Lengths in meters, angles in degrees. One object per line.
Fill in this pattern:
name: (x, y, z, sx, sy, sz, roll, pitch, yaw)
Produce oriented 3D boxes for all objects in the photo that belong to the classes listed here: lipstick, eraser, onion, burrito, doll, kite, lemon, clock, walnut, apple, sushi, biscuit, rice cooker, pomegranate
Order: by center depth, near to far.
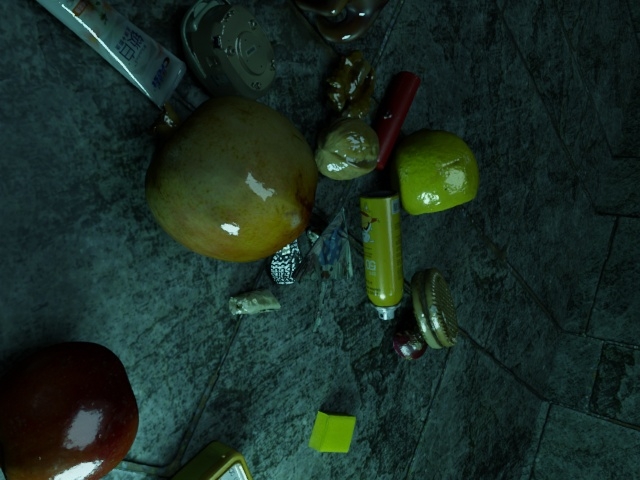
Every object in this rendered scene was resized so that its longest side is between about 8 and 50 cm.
apple: (-0.389, 0.268, 0.865, 0.201, 0.218, 0.218, -15, 108, -39)
pomegranate: (-0.161, -0.110, 0.984, 0.319, 0.319, 0.319, -11, 105, -46)
rice cooker: (-0.168, -0.352, 1.059, 0.145, 0.127, 0.206, -58, 142, -24)
doll: (0.033, -0.572, 1.155, 0.209, 0.318, 0.340, 59, 19, 14)
clock: (-0.240, 0.531, 1.163, 0.202, 0.096, 0.143, -37, 119, -38)
burrito: (-0.140, 0.134, 1.238, 0.149, 0.041, 0.055, 0, 110, -51)
walnut: (0.063, -0.211, 1.322, 0.166, 0.149, 0.166, -31, 156, -15)
kite: (0.014, 0.072, 1.356, 0.335, 0.011, 0.314, 4, 100, -62)
walnut: (0.069, -0.365, 1.358, 0.143, 0.069, 0.170, 43, 64, -41)
sushi: (0.000, 0.000, 1.363, 0.083, 0.046, 0.044, 48, 63, -41)
eraser: (0.032, 0.504, 1.490, 0.122, 0.045, 0.097, 22, 80, -46)
lipstick: (0.186, -0.319, 1.492, 0.073, 0.073, 0.279, 38, 70, -44)
lemon: (0.299, -0.194, 1.522, 0.240, 0.240, 0.219, -23, 100, -43)
onion: (0.266, 0.299, 1.677, 0.107, 0.097, 0.107, 2, 77, -8)
biscuit: (0.341, 0.200, 1.687, 0.259, 0.079, 0.259, 47, 34, -47)

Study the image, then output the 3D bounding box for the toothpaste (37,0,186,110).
toothpaste: (-0.349, -0.341, 0.915, 0.323, 0.066, 0.100, 37, 72, -50)

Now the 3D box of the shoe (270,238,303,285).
shoe: (-0.078, 0.008, 1.267, 0.077, 0.074, 0.194, -96, -177, -60)

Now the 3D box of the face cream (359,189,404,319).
face cream: (0.167, 0.045, 1.511, 0.105, 0.105, 0.348, -22, 113, -43)
